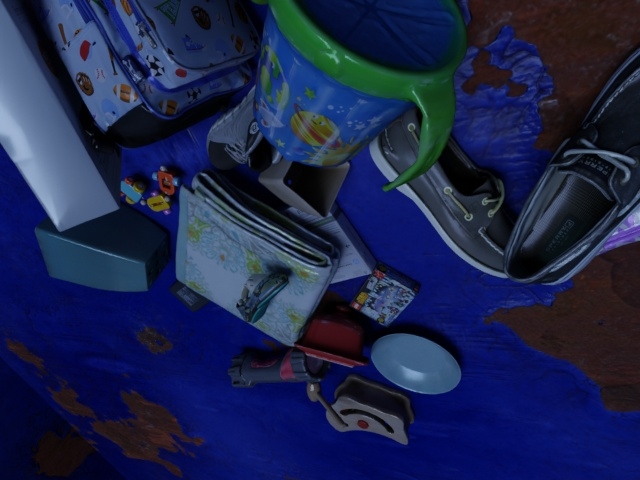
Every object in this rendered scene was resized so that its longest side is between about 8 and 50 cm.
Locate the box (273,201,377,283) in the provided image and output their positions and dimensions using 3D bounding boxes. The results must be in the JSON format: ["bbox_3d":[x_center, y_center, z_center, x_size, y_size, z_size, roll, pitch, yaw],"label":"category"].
[{"bbox_3d":[0.000,0.000,0.894,0.145,0.038,0.186,-19,116,39],"label":"box"}]

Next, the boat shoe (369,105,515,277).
[{"bbox_3d":[0.207,-0.066,0.678,0.305,0.109,0.091,43,139,-6],"label":"boat shoe"}]

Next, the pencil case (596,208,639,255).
[{"bbox_3d":[0.413,-0.036,0.609,0.086,0.088,0.206,44,133,-12],"label":"pencil case"}]

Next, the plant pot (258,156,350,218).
[{"bbox_3d":[-0.036,-0.110,0.762,0.096,0.108,0.109,6,155,45],"label":"plant pot"}]

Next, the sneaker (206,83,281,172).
[{"bbox_3d":[-0.123,-0.151,0.751,0.086,0.132,0.229,18,144,-32],"label":"sneaker"}]

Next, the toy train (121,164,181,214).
[{"bbox_3d":[-0.357,-0.122,0.978,0.167,0.046,0.125,13,131,14],"label":"toy train"}]

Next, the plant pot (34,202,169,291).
[{"bbox_3d":[-0.488,0.016,1.085,0.235,0.165,0.165,19,134,4],"label":"plant pot"}]

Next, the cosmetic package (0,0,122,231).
[{"bbox_3d":[-0.411,-0.226,0.711,0.098,0.377,0.284,-24,125,-8],"label":"cosmetic package"}]

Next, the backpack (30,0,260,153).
[{"bbox_3d":[-0.235,-0.289,0.627,0.213,0.276,0.263,-29,103,34],"label":"backpack"}]

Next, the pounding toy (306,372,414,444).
[{"bbox_3d":[0.087,0.439,1.143,0.270,0.154,0.154,16,129,15],"label":"pounding toy"}]

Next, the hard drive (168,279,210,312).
[{"bbox_3d":[-0.322,0.128,1.186,0.094,0.022,0.135,46,134,-11],"label":"hard drive"}]

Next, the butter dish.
[{"bbox_3d":[0.037,0.197,0.997,0.160,0.118,0.160,13,173,9],"label":"butter dish"}]

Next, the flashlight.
[{"bbox_3d":[-0.114,0.313,1.189,0.304,0.103,0.103,-15,93,42],"label":"flashlight"}]

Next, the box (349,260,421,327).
[{"bbox_3d":[0.126,0.111,0.930,0.094,0.027,0.137,30,136,3],"label":"box"}]

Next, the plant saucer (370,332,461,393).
[{"bbox_3d":[0.207,0.257,1.006,0.195,0.037,0.194,14,132,17],"label":"plant saucer"}]

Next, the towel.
[{"bbox_3d":[-0.147,0.058,0.954,0.321,0.090,0.374,33,143,7],"label":"towel"}]

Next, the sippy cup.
[{"bbox_3d":[0.021,-0.214,0.582,0.240,0.305,0.224,10,151,-18],"label":"sippy cup"}]

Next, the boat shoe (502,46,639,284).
[{"bbox_3d":[0.331,-0.074,0.541,0.121,0.119,0.334,38,123,33],"label":"boat shoe"}]

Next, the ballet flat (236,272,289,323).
[{"bbox_3d":[-0.117,0.098,0.861,0.070,0.070,0.188,35,139,-3],"label":"ballet flat"}]
